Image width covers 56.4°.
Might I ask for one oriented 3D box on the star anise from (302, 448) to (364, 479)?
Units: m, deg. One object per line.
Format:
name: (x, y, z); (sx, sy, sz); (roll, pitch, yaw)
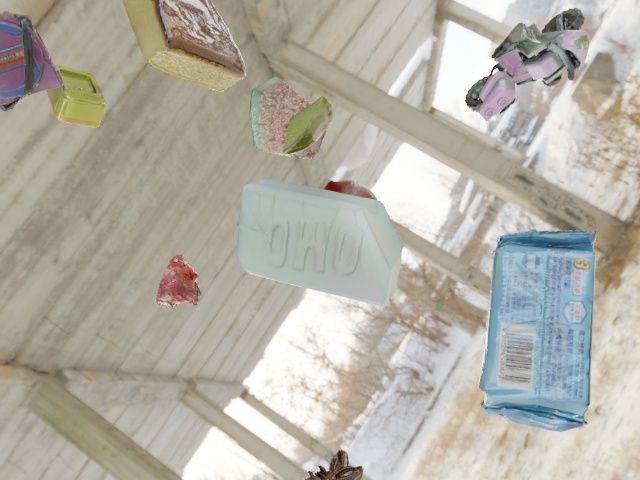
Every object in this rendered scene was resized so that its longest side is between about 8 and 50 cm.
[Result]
star anise: (-0.001, 0.455, 1.050); (0.191, 0.097, 0.070); (-35, -42, -2)

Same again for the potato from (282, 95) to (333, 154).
potato: (-0.021, -0.279, 1.536); (0.149, 0.081, 0.120); (-23, 49, 48)

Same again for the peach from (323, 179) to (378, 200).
peach: (0.072, -0.071, 1.590); (0.197, 0.197, 0.197); (-54, -14, -19)

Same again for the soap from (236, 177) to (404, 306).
soap: (0.000, 0.000, 1.075); (0.095, 0.289, 0.172); (-35, -44, -66)

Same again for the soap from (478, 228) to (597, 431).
soap: (0.325, 0.129, 0.891); (0.077, 0.156, 0.293); (29, -112, -70)

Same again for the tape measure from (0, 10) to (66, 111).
tape measure: (-0.839, -0.476, 1.587); (0.231, 0.149, 0.245); (-22, -54, -14)

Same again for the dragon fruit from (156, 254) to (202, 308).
dragon fruit: (-0.368, 0.119, 1.622); (0.153, 0.111, 0.153); (-158, 90, -85)

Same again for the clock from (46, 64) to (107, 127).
clock: (-0.757, -0.445, 1.845); (0.143, 0.202, 0.096); (8, -52, -43)

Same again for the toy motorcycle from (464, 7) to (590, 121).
toy motorcycle: (0.493, -0.408, 1.405); (0.327, 0.143, 0.188); (-40, 34, 18)

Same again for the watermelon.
watermelon: (-0.077, -0.340, 1.756); (0.140, 0.257, 0.193); (-41, -32, -39)

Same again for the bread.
bread: (-0.409, -0.628, 1.790); (0.143, 0.323, 0.333); (-33, -18, 28)
